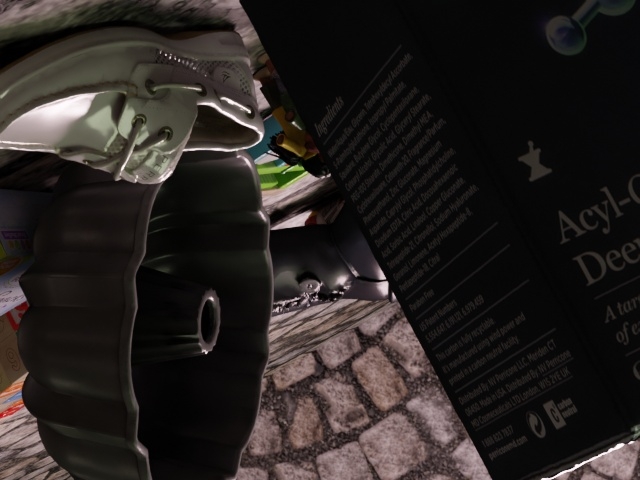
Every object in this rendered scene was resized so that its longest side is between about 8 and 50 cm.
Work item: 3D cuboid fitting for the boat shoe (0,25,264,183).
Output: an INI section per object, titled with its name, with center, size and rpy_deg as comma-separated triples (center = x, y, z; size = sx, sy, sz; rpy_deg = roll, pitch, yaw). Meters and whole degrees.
[boat shoe]
center = -0.127, -0.087, 1.178
size = 0.098, 0.096, 0.277
rpy_deg = -33, 170, 36

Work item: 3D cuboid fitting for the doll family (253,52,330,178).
[doll family]
center = 0.003, -0.100, 1.442
size = 0.076, 0.111, 0.193
rpy_deg = -33, 170, 31

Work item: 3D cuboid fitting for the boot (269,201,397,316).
[boot]
center = 0.000, 0.000, 2.038
size = 0.207, 0.094, 0.246
rpy_deg = -7, 139, -1

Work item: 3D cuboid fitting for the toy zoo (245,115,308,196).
[toy zoo]
center = 0.017, -0.120, 1.640
size = 0.293, 0.030, 0.192
rpy_deg = -31, 171, 25

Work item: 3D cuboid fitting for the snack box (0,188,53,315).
[snack box]
center = -0.314, 0.035, 1.421
size = 0.207, 0.070, 0.174
rpy_deg = -31, 171, 15

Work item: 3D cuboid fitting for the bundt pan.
[bundt pan]
center = -0.147, 0.061, 1.409
size = 0.124, 0.330, 0.331
rpy_deg = 3, -179, 18

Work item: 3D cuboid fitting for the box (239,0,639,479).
[box]
center = 0.179, -0.084, 1.118
size = 0.294, 0.395, 0.212
rpy_deg = -25, 170, -23

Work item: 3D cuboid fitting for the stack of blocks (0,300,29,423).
[stack of blocks]
center = -0.351, 0.141, 1.873
size = 0.297, 0.087, 0.171
rpy_deg = -34, 169, 38

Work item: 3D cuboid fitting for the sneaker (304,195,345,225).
[sneaker]
center = 0.085, -0.032, 2.180
size = 0.093, 0.088, 0.225
rpy_deg = -36, 168, 39
